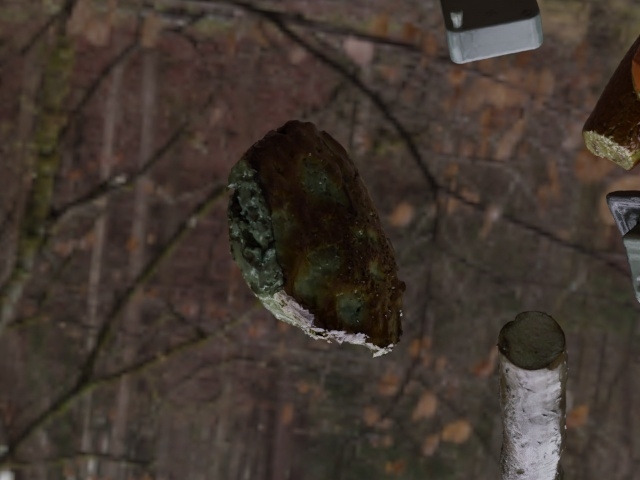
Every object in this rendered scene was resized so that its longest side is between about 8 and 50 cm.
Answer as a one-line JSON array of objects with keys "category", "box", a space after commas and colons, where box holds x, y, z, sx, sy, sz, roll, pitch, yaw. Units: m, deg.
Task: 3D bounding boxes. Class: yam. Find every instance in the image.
[{"category": "yam", "box": [0.174, 0.157, 1.085, 0.061, 0.252, 0.061, -5, -133, 5]}]

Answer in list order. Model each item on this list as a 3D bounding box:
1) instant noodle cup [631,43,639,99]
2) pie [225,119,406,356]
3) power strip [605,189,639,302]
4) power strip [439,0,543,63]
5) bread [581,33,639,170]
[{"category": "instant noodle cup", "box": [0.468, -0.206, 1.673, 0.178, 0.208, 0.125, 6, -158, -20]}, {"category": "pie", "box": [0.000, 0.000, 1.880, 0.103, 0.354, 0.288, -26, 162, 35]}, {"category": "power strip", "box": [0.525, 0.049, 1.888, 0.092, 0.251, 0.257, -32, -160, -26]}, {"category": "power strip", "box": [0.181, -0.257, 1.273, 0.145, 0.061, 0.215, -10, -139, 5]}, {"category": "bread", "box": [0.435, -0.189, 1.811, 0.103, 0.172, 0.132, 33, 177, 19]}]
